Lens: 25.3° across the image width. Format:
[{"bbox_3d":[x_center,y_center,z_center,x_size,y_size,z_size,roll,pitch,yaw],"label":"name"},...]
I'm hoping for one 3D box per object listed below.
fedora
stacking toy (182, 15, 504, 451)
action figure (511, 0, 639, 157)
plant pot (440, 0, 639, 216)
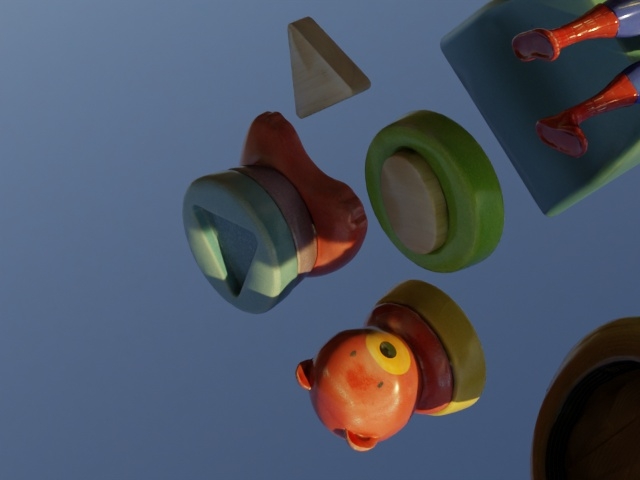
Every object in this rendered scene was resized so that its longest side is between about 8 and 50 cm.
[{"bbox_3d":[0.230,0.149,1.013,0.194,0.079,0.194,-40,-138,49],"label":"fedora"},{"bbox_3d":[0.000,0.000,1.163,0.130,0.279,0.309,-28,-124,-33],"label":"stacking toy"},{"bbox_3d":[0.267,-0.130,0.814,0.280,0.091,0.139,-25,-160,-17],"label":"action figure"},{"bbox_3d":[0.214,-0.139,1.008,0.166,0.165,0.234,-32,178,-8],"label":"plant pot"}]
